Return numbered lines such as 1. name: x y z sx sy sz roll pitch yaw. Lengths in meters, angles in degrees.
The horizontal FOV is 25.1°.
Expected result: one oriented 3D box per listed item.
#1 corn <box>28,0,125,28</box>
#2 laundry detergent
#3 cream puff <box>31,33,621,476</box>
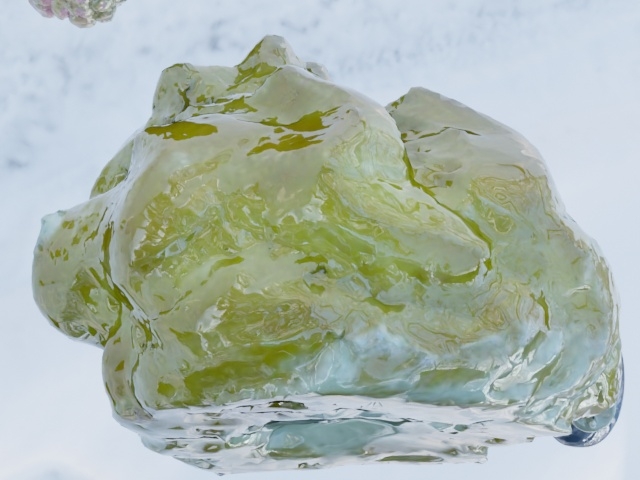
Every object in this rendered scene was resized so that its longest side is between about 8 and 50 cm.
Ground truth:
1. corn: -0.177 -0.296 1.055 0.126 0.126 0.335 -34 153 -36
2. laundry detergent: 0.180 0.095 1.063 0.206 0.061 0.097 -99 -161 -79
3. cream puff: 0.000 0.000 0.929 0.378 0.378 0.276 29 58 -57
